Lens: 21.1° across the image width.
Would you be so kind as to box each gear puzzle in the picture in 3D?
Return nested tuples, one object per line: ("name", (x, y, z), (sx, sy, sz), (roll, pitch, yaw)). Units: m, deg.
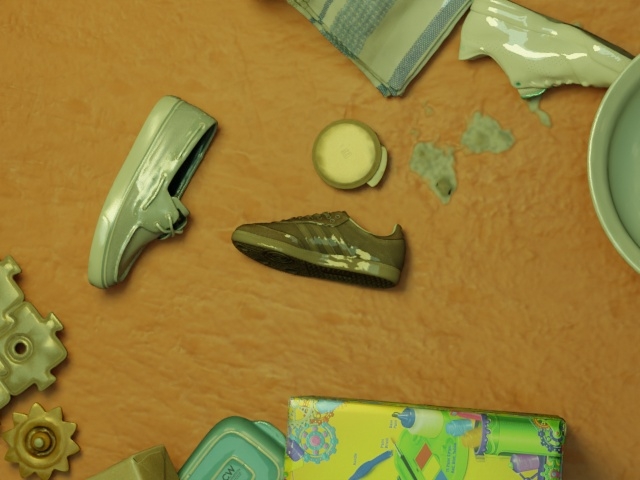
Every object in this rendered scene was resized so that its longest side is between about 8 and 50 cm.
("gear puzzle", (-0.374, 0.116, 1.900), (0.175, 0.044, 0.339), (-38, 85, 0))

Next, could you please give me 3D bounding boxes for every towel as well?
("towel", (0.059, -0.301, 1.792), (0.209, 0.285, 0.034), (-51, 40, -1))

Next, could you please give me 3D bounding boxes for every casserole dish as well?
("casserole dish", (-0.106, 0.277, 1.856), (0.114, 0.037, 0.188), (37, 89, 8))

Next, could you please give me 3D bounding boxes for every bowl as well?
("bowl", (0.423, -0.071, 1.776), (0.298, 0.134, 0.298), (-1, 85, 6))

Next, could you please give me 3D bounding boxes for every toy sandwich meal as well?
("toy sandwich meal", (0.033, -0.093, 1.876), (0.085, 0.029, 0.086), (-1, 85, 11))

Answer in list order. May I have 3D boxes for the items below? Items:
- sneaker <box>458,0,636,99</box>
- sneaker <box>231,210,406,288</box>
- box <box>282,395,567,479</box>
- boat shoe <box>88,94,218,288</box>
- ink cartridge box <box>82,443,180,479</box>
("sneaker", (0.250, -0.189, 1.844), (0.212, 0.080, 0.094), (24, 102, 13))
("sneaker", (0.000, 0.000, 1.862), (0.188, 0.066, 0.071), (14, 70, 2))
("box", (0.101, 0.313, 1.758), (0.279, 0.177, 0.290), (5, 86, 7))
("boat shoe", (-0.180, -0.045, 1.869), (0.081, 0.079, 0.227), (23, 85, 12))
("ink cartridge box", (-0.210, 0.362, 1.812), (0.193, 0.088, 0.235), (-28, 83, 18))
